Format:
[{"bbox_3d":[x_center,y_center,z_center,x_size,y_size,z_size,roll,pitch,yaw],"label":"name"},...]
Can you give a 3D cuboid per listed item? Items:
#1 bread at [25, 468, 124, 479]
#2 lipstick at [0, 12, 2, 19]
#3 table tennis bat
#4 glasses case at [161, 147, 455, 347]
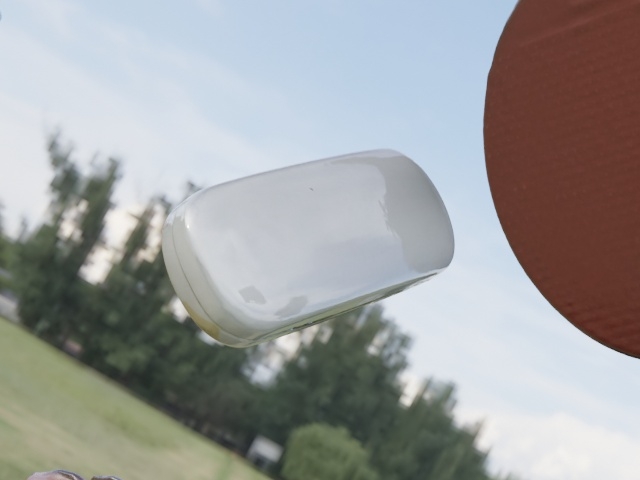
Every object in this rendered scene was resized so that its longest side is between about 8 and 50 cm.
[{"bbox_3d":[-0.076,0.229,0.690,0.244,0.123,0.190,51,-35,-11],"label":"bread"},{"bbox_3d":[-0.292,-0.232,1.159,0.048,0.048,0.158,22,-40,41],"label":"lipstick"},{"bbox_3d":[0.160,-0.089,0.772,0.200,0.310,0.038,-16,-7,38],"label":"table tennis bat"},{"bbox_3d":[0.000,0.000,0.621,0.041,0.063,0.164,-30,-8,37],"label":"glasses case"}]
